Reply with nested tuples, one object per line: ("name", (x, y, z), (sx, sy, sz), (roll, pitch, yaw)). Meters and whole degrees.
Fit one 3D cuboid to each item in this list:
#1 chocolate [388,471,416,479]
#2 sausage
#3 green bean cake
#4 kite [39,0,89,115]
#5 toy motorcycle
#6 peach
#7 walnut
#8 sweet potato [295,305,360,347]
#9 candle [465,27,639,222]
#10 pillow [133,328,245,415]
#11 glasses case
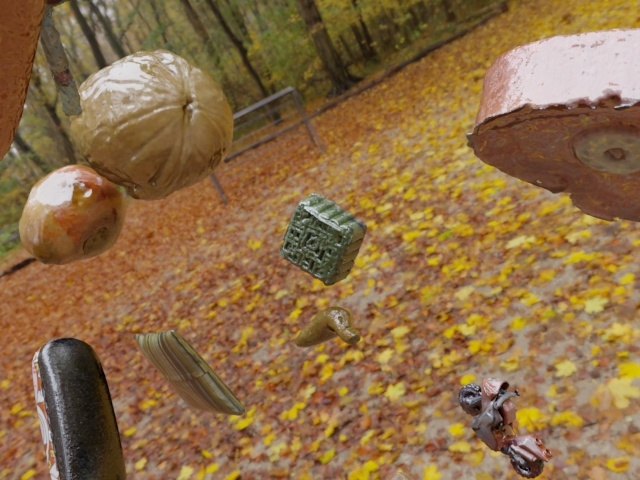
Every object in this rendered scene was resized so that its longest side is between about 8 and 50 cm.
("chocolate", (0.103, 0.473, 0.956), (0.214, 0.148, 0.093), (-44, 22, -11))
("sausage", (-0.284, -0.187, 0.540), (0.289, 0.086, 0.086), (-61, -6, 33))
("green bean cake", (0.000, 0.000, 1.517), (0.094, 0.181, 0.173), (-24, -38, -55))
("kite", (-0.330, -0.289, 0.730), (0.336, 0.314, 0.011), (-11, 36, 0))
("toy motorcycle", (0.359, 0.351, 1.219), (0.084, 0.212, 0.118), (-9, -40, -46))
("peach", (-0.555, -0.043, 1.411), (0.214, 0.214, 0.235), (-11, 40, 45))
("walnut", (-0.339, -0.227, 1.272), (0.333, 0.332, 0.333), (-25, 15, 7))
("sweet potato", (0.032, 0.224, 1.630), (0.346, 0.079, 0.108), (-25, 43, 64))
("candle", (0.343, -0.138, 0.691), (0.287, 0.317, 0.131), (146, 140, -71))
("pillow", (-0.256, 0.251, 1.201), (0.052, 0.208, 0.212), (-47, 18, -31))
("glasses case", (-0.358, 0.270, 0.939), (0.067, 0.266, 0.103), (-34, -27, 26))
